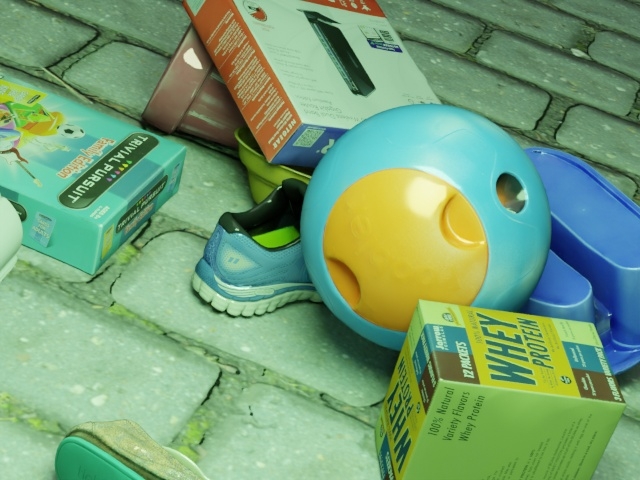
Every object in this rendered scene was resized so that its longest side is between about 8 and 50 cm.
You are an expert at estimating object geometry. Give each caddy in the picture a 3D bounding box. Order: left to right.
[{"bbox_3d":[0.300,0.038,1.719,0.241,0.179,0.341,-25,47,-17],"label":"caddy"}]

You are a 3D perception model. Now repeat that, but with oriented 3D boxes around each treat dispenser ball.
[{"bbox_3d":[0.121,-0.014,1.506,0.288,0.288,0.288,12,32,-7],"label":"treat dispenser ball"}]

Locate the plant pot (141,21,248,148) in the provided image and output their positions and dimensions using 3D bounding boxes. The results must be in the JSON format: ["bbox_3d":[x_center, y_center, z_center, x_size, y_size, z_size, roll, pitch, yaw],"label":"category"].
[{"bbox_3d":[-0.140,-0.223,1.922,0.180,0.201,0.201,29,30,-11],"label":"plant pot"}]

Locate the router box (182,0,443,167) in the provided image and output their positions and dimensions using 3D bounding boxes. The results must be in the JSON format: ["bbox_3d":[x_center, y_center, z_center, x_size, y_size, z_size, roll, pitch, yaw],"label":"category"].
[{"bbox_3d":[0.009,-0.233,1.832,0.335,0.082,0.301,2,50,-46],"label":"router box"}]

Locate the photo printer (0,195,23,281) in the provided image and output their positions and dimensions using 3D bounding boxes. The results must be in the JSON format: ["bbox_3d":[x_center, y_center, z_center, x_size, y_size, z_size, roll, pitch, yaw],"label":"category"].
[{"bbox_3d":[-0.483,0.053,1.338,0.256,0.107,0.307,0,29,15],"label":"photo printer"}]

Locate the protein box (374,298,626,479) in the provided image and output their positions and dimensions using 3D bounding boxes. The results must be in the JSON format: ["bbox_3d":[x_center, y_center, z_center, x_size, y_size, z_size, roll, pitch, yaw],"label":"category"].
[{"bbox_3d":[0.183,0.191,1.396,0.201,0.199,0.136,8,33,-12],"label":"protein box"}]

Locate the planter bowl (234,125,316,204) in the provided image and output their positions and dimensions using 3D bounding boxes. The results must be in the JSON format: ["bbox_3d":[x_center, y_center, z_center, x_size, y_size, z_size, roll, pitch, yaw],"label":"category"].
[{"bbox_3d":[-0.028,-0.076,1.802,0.217,0.090,0.217,18,18,-6],"label":"planter bowl"}]

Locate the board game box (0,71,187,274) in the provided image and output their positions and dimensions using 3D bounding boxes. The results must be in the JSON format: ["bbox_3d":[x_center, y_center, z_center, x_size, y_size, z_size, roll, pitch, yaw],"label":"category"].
[{"bbox_3d":[-0.382,-0.105,1.714,0.336,0.079,0.254,22,32,9],"label":"board game box"}]

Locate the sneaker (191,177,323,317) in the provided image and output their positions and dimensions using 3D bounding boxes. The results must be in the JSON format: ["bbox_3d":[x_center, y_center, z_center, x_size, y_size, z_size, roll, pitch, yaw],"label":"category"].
[{"bbox_3d":[0.000,0.000,1.662,0.330,0.147,0.130,-10,40,-36],"label":"sneaker"}]

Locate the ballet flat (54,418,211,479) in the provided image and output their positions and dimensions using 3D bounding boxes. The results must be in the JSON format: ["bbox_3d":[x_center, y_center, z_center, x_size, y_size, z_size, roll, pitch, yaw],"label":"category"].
[{"bbox_3d":[-0.117,0.264,1.246,0.316,0.107,0.106,36,23,27],"label":"ballet flat"}]
